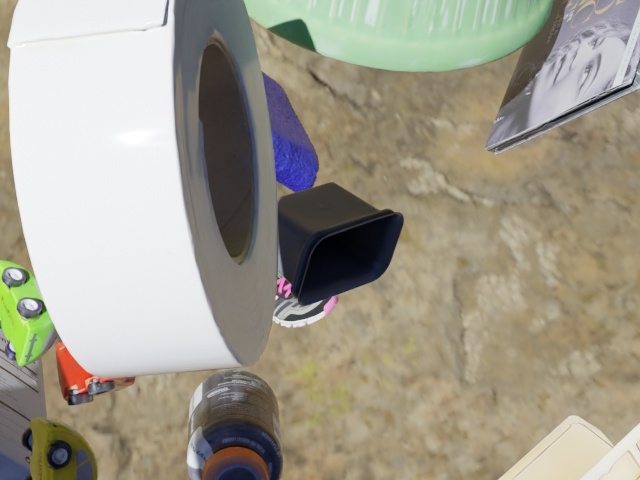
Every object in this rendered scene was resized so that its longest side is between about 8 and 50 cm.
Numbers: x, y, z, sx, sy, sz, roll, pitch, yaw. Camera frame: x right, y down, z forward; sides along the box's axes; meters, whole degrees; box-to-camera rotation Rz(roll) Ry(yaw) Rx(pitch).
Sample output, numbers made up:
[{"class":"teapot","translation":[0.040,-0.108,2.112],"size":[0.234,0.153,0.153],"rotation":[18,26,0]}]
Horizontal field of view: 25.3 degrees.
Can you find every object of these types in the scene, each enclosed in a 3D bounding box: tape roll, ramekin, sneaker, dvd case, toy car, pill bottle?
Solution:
[{"class":"tape roll","translation":[-0.104,-0.055,0.925],"size":[0.100,0.286,0.286],"rotation":[-5,116,10]},{"class":"ramekin","translation":[0.064,-0.290,1.195],"size":[0.303,0.303,0.148],"rotation":[1,134,-10]},{"class":"sneaker","translation":[-0.053,0.046,1.617],"size":[0.063,0.170,0.074],"rotation":[-44,128,-26]},{"class":"dvd case","translation":[0.231,-0.172,1.245],"size":[0.018,0.221,0.164],"rotation":[30,68,-17]},{"class":"toy car","translation":[-0.226,0.101,1.219],"size":[0.053,0.225,0.239],"rotation":[-4,133,-34]},{"class":"pill bottle","translation":[-0.117,0.278,1.934],"size":[0.130,0.245,0.130],"rotation":[-1,107,-4]}]

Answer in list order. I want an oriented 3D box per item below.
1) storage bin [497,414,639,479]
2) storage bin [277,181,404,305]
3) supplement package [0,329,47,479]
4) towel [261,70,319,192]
[{"class":"storage bin","translation":[0.219,0.256,1.230],"size":[0.260,0.262,0.123],"rotation":[-40,87,-14]},{"class":"storage bin","translation":[0.000,0.000,1.418],"size":[0.135,0.091,0.098],"rotation":[-18,135,-43]},{"class":"supplement package","translation":[-0.467,0.203,1.794],"size":[0.177,0.293,0.175],"rotation":[-35,132,15]},{"class":"towel","translation":[-0.147,-0.181,1.679],"size":[0.308,0.227,0.076],"rotation":[31,113,-37]}]
